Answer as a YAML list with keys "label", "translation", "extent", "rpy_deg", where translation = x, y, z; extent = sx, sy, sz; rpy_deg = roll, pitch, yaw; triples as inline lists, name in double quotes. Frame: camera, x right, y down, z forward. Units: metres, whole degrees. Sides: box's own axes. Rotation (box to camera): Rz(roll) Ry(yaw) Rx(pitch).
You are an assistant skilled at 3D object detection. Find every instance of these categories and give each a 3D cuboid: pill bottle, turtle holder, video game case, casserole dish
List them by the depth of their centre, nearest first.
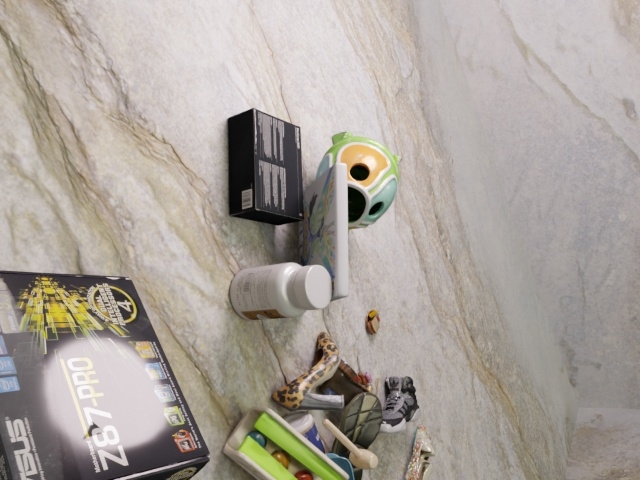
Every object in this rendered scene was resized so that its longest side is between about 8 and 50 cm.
- label: "pill bottle"
  translation: [-0.092, 0.120, 1.435]
  extent: [0.131, 0.230, 0.131]
  rpy_deg: [15, 71, -51]
- label: "pill bottle"
  translation: [-0.040, 0.529, 1.527]
  extent: [0.094, 0.094, 0.169]
  rpy_deg: [-36, 111, -51]
- label: "video game case"
  translation: [0.000, 0.000, 1.558]
  extent: [0.036, 0.300, 0.328]
  rpy_deg: [5, 77, -20]
- label: "casserole dish"
  translation: [0.039, 0.656, 1.600]
  extent: [0.037, 0.114, 0.188]
  rpy_deg: [12, 70, -77]
- label: "turtle holder"
  translation: [0.075, -0.133, 1.720]
  extent: [0.243, 0.320, 0.227]
  rpy_deg: [42, 32, -14]

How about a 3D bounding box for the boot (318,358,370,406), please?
- label: "boot"
  translation: [0.071, 0.438, 1.730]
  extent: [0.106, 0.082, 0.219]
  rpy_deg: [-45, 127, -16]

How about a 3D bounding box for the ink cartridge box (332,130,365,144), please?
- label: "ink cartridge box"
  translation: [0.109, -0.242, 1.930]
  extent: [0.109, 0.062, 0.209]
  rpy_deg: [-15, 94, -54]

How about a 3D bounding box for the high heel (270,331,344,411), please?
- label: "high heel"
  translation: [-0.043, 0.335, 1.601]
  extent: [0.187, 0.093, 0.261]
  rpy_deg: [7, 39, -14]

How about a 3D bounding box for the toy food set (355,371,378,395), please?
- label: "toy food set"
  translation: [0.130, 0.437, 1.841]
  extent: [0.122, 0.019, 0.077]
  rpy_deg: [25, 63, -39]

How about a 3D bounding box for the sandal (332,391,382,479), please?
- label: "sandal"
  translation: [0.079, 0.567, 1.684]
  extent: [0.120, 0.086, 0.302]
  rpy_deg: [23, 83, -23]

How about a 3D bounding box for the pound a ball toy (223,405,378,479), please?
- label: "pound a ball toy"
  translation: [-0.046, 0.507, 1.422]
  extent: [0.319, 0.136, 0.208]
  rpy_deg: [44, 60, -15]

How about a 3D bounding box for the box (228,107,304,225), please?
- label: "box"
  translation: [-0.139, -0.183, 1.551]
  extent: [0.184, 0.103, 0.260]
  rpy_deg: [10, 73, -49]

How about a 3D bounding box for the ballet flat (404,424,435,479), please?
- label: "ballet flat"
  translation: [0.342, 0.732, 2.008]
  extent: [0.091, 0.077, 0.240]
  rpy_deg: [51, 45, -33]

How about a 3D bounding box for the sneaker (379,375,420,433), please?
- label: "sneaker"
  translation: [0.229, 0.509, 1.893]
  extent: [0.269, 0.101, 0.152]
  rpy_deg: [0, 81, -59]

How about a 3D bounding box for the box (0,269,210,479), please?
- label: "box"
  translation: [-0.392, 0.226, 0.966]
  extent: [0.318, 0.097, 0.394]
  rpy_deg: [7, 43, -50]

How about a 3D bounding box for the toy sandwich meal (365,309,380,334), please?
- label: "toy sandwich meal"
  translation: [0.174, 0.261, 1.928]
  extent: [0.086, 0.029, 0.085]
  rpy_deg: [16, 69, -51]
